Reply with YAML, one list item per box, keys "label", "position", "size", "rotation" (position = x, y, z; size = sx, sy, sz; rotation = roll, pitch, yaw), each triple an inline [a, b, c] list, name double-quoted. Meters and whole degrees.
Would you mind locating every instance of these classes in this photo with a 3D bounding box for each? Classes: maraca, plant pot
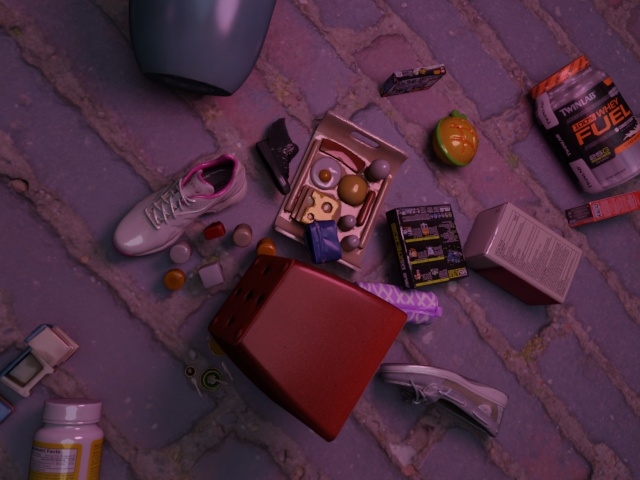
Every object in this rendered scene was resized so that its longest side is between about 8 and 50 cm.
- label: "maraca"
  position: [0.334, -0.250, 1.382]
  size: [0.127, 0.099, 0.185]
  rotation: [52, 46, -12]
- label: "plant pot"
  position: [-0.050, 0.167, 1.072]
  size: [0.236, 0.267, 0.267]
  rotation: [40, 74, -22]
- label: "plant pot"
  position: [-0.244, -0.425, 1.140]
  size: [0.293, 0.293, 0.235]
  rotation: [9, 95, -16]

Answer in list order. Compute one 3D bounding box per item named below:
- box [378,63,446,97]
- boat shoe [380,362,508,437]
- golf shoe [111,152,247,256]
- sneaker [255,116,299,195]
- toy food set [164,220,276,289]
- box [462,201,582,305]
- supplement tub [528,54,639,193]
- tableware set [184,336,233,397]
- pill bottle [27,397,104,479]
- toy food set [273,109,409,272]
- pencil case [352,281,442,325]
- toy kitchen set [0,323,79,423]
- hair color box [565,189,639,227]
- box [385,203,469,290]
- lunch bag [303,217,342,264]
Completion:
- label: "box"
  position: [0.220, -0.383, 1.366]
  size: [0.137, 0.094, 0.027]
  rotation: [-15, 86, -18]
- label: "boat shoe"
  position: [0.273, 0.345, 1.257]
  size: [0.320, 0.118, 0.103]
  rotation: [23, 71, -20]
- label: "golf shoe"
  position: [-0.282, -0.081, 1.135]
  size: [0.306, 0.140, 0.115]
  rotation: [-36, 84, -18]
- label: "sneaker"
  position: [-0.081, -0.186, 1.253]
  size: [0.089, 0.051, 0.170]
  rotation: [-25, 71, -14]
- label: "toy food set"
  position: [-0.215, 0.021, 1.184]
  size: [0.232, 0.104, 0.111]
  rotation: [-21, 102, -1]
- label: "box"
  position: [0.476, 0.037, 1.360]
  size: [0.232, 0.127, 0.148]
  rotation: [31, 74, -10]
- label: "supplement tub"
  position: [0.681, -0.293, 1.442]
  size: [0.193, 0.193, 0.316]
  rotation: [-35, 92, -19]
- label: "tableware set"
  position: [-0.204, 0.245, 1.172]
  size: [0.154, 0.024, 0.104]
  rotation: [-27, 89, -19]
- label: "pill bottle"
  position: [-0.456, 0.395, 1.020]
  size: [0.119, 0.119, 0.208]
  rotation: [7, 79, -16]
- label: "toy food set"
  position: [0.051, -0.108, 1.270]
  size: [0.220, 0.092, 0.306]
  rotation: [26, 75, -12]
- label: "pencil case"
  position: [0.159, 0.141, 1.267]
  size: [0.206, 0.088, 0.086]
  rotation: [7, 82, -17]
- label: "toy kitchen set"
  position: [-0.550, 0.223, 0.993]
  size: [0.122, 0.166, 0.207]
  rotation: [45, 72, -6]
- label: "hair color box"
  position: [0.738, -0.081, 1.478]
  size: [0.167, 0.093, 0.053]
  rotation: [-12, 85, -18]
- label: "box"
  position: [0.247, 0.011, 1.305]
  size: [0.191, 0.045, 0.184]
  rotation: [-7, 83, -37]
- label: "lunch bag"
  position: [0.000, 0.000, 1.185]
  size: [0.065, 0.067, 0.098]
  rotation: [-13, 92, -13]
